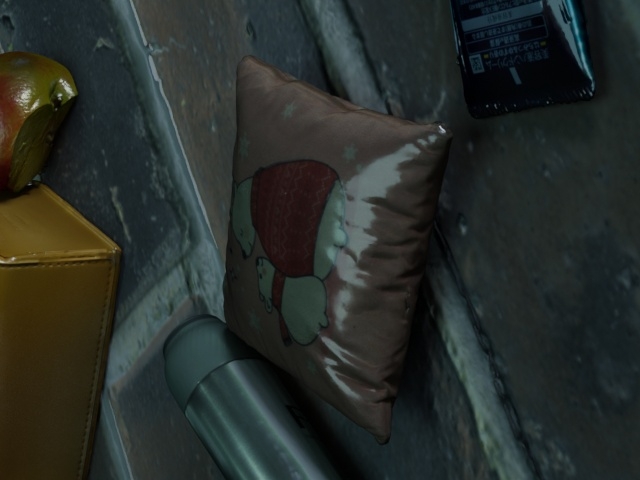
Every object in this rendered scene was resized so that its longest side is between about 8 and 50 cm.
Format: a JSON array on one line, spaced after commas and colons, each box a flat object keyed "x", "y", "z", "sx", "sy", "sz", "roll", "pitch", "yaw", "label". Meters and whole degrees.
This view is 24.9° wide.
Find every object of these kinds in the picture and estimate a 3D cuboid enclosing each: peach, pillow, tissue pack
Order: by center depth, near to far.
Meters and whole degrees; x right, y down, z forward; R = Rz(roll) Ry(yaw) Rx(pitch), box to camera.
[{"x": 0.000, "y": 0.000, "z": 1.051, "sx": 0.223, "sy": 0.084, "sz": 0.236, "roll": 24, "pitch": 114, "yaw": 48, "label": "pillow"}, {"x": -0.316, "y": 0.102, "z": 1.435, "sx": 0.194, "sy": 0.145, "sz": 0.275, "roll": 32, "pitch": 118, "yaw": 46, "label": "tissue pack"}, {"x": -0.313, "y": -0.129, "z": 1.447, "sx": 0.118, "sy": 0.151, "sz": 0.151, "roll": 28, "pitch": 126, "yaw": -2, "label": "peach"}]

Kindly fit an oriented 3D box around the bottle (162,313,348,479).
[{"x": -0.042, "y": 0.164, "z": 1.132, "sx": 0.254, "sy": 0.079, "sz": 0.096, "roll": 51, "pitch": 169, "yaw": 36, "label": "bottle"}]

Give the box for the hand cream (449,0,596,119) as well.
[{"x": 0.111, "y": -0.216, "z": 0.916, "sx": 0.120, "sy": 0.061, "sz": 0.271, "roll": -5, "pitch": 94, "yaw": 55, "label": "hand cream"}]
